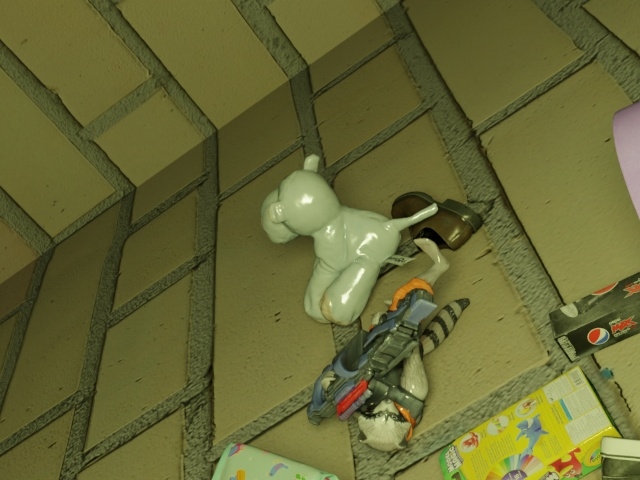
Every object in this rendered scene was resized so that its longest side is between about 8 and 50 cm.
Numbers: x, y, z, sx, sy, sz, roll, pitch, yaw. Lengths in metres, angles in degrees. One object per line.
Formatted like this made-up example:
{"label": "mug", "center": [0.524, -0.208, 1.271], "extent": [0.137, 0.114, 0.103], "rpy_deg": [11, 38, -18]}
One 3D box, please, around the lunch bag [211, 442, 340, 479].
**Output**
{"label": "lunch bag", "center": [-0.068, 0.425, 1.323], "extent": [0.223, 0.160, 0.262], "rpy_deg": [5, 66, 51]}

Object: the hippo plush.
{"label": "hippo plush", "center": [0.000, 0.000, 1.755], "extent": [0.294, 0.236, 0.234], "rpy_deg": [-22, 38, 61]}

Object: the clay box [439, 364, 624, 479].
{"label": "clay box", "center": [0.261, 0.265, 1.255], "extent": [0.222, 0.053, 0.127], "rpy_deg": [-35, 26, 12]}

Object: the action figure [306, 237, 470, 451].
{"label": "action figure", "center": [0.133, 0.160, 1.466], "extent": [0.341, 0.178, 0.330], "rpy_deg": [-48, 17, 50]}

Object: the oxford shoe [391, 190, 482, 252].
{"label": "oxford shoe", "center": [0.185, -0.030, 1.799], "extent": [0.096, 0.083, 0.227], "rpy_deg": [-51, 26, -12]}

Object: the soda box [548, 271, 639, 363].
{"label": "soda box", "center": [0.397, 0.098, 1.343], "extent": [0.168, 0.053, 0.060], "rpy_deg": [-28, 28, 21]}

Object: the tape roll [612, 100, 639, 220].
{"label": "tape roll", "center": [0.465, -0.054, 1.241], "extent": [0.090, 0.275, 0.275], "rpy_deg": [-25, 29, 28]}

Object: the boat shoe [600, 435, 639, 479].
{"label": "boat shoe", "center": [0.406, 0.254, 1.072], "extent": [0.219, 0.077, 0.070], "rpy_deg": [-5, 77, 46]}
